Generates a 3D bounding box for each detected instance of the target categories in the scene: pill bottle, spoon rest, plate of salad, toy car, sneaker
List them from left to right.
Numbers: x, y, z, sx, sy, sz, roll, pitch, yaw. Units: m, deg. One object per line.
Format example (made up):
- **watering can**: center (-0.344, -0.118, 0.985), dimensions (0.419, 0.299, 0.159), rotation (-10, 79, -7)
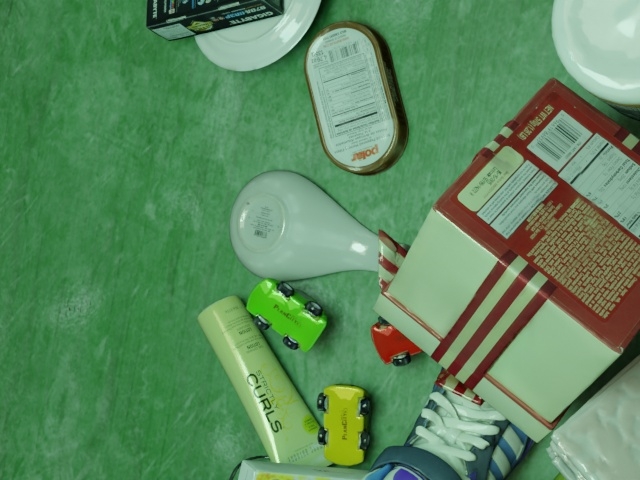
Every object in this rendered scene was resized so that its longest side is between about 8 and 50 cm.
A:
- **plate of salad**: center (-0.075, -0.302, 1.527), dimensions (0.200, 0.048, 0.199), rotation (-9, 73, 31)
- **spoon rest**: center (0.000, 0.000, 1.489), dimensions (0.276, 0.084, 0.137), rotation (19, 96, 35)
- **toy car**: center (0.016, 0.119, 1.461), dimensions (0.225, 0.053, 0.239), rotation (36, 106, 6)
- **sneaker**: center (0.139, 0.227, 1.331), dimensions (0.130, 0.236, 0.322), rotation (25, 99, 21)
- **pill bottle**: center (0.335, -0.201, 1.232), dimensions (0.162, 0.278, 0.162), rotation (0, 90, 23)

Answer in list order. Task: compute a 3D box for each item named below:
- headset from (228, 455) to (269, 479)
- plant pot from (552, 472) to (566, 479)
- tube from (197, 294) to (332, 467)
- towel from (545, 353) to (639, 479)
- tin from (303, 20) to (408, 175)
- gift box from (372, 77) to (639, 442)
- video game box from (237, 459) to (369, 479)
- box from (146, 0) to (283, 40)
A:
- **headset**: center (-0.182, 0.394, 1.480), dimensions (0.394, 0.243, 0.185), rotation (-34, 91, -5)
- **plant pot**: center (0.270, 0.400, 1.285), dimensions (0.275, 0.275, 0.293), rotation (51, 123, 15)
- **tube**: center (-0.067, 0.180, 1.508), dimensions (0.070, 0.062, 0.240), rotation (-32, 75, 4)
- **towel**: center (0.425, 0.238, 1.208), dimensions (0.332, 0.317, 0.053), rotation (49, 148, 15)
- **tin**: center (0.040, -0.171, 1.487), dimensions (0.106, 0.040, 0.189), rotation (-17, 83, 26)
- **gift box**: center (0.214, 0.011, 1.265), dimensions (0.276, 0.258, 0.255), rotation (43, 61, 13)
- **video game box**: center (-0.015, 0.353, 1.423), dimensions (0.048, 0.205, 0.187), rotation (26, 103, 59)
- **box**: center (-0.129, -0.370, 1.517), dimensions (0.175, 0.051, 0.220), rotation (-8, 74, 30)
